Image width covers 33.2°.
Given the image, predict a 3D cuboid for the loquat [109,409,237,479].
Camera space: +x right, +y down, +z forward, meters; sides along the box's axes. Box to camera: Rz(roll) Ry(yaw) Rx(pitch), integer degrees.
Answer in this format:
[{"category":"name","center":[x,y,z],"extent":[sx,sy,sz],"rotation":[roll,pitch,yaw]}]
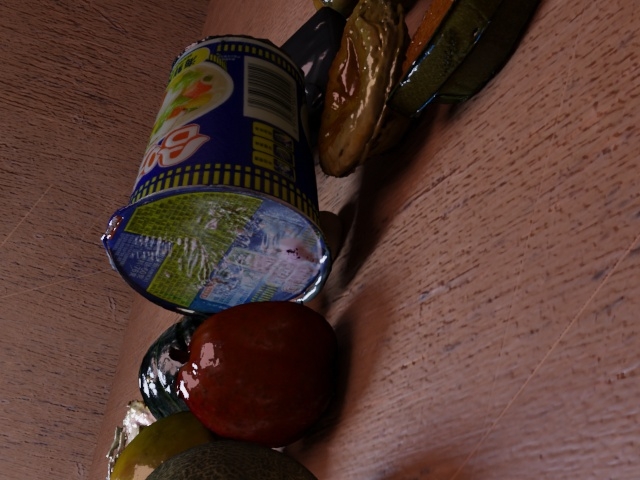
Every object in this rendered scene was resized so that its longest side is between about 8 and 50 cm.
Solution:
[{"category":"loquat","center":[-0.172,0.336,1.365],"extent":[0.246,0.213,0.213],"rotation":[-57,19,14]}]

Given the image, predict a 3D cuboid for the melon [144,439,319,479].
[{"category":"melon","center":[-0.084,0.345,1.014],"extent":[0.329,0.248,0.249],"rotation":[-98,29,-44]}]

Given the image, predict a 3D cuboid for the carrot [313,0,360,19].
[{"category":"carrot","center":[0.070,-0.412,1.628],"extent":[0.298,0.078,0.078],"rotation":[-26,48,64]}]

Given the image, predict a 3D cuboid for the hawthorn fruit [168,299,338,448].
[{"category":"hawthorn fruit","center":[-0.085,0.156,1.299],"extent":[0.185,0.202,0.185],"rotation":[-170,90,-80]}]

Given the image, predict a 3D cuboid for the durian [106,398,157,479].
[{"category":"durian","center":[-0.196,0.391,1.552],"extent":[0.195,0.185,0.305],"rotation":[-12,65,51]}]

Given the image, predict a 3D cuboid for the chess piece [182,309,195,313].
[{"category":"chess piece","center":[-0.197,0.025,1.979],"extent":[0.143,0.142,0.261],"rotation":[-115,40,-68]}]

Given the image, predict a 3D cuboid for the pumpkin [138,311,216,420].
[{"category":"pumpkin","center":[-0.151,0.175,1.510],"extent":[0.220,0.162,0.220],"rotation":[-33,1,1]}]

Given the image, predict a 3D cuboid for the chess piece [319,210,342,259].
[{"category":"chess piece","center":[0.000,0.000,1.474],"extent":[0.083,0.038,0.084],"rotation":[-163,90,-72]}]

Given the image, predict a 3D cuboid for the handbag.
[{"category":"handbag","center":[-0.046,-0.201,1.643],"extent":[0.275,0.088,0.244],"rotation":[-36,37,27]}]

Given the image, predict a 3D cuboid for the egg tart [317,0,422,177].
[{"category":"egg tart","center":[0.065,-0.184,1.320],"extent":[0.241,0.106,0.241],"rotation":[-167,90,-77]}]

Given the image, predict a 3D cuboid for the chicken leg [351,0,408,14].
[{"category":"chicken leg","center":[0.060,-0.382,1.333],"extent":[0.295,0.182,0.409],"rotation":[-42,-13,-25]}]

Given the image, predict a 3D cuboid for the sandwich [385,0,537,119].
[{"category":"sandwich","center":[0.150,-0.217,1.131],"extent":[0.235,0.079,0.159],"rotation":[-59,10,30]}]

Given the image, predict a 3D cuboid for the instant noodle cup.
[{"category":"instant noodle cup","center":[-0.121,-0.097,1.406],"extent":[0.284,0.284,0.312],"rotation":[124,155,-47]}]
